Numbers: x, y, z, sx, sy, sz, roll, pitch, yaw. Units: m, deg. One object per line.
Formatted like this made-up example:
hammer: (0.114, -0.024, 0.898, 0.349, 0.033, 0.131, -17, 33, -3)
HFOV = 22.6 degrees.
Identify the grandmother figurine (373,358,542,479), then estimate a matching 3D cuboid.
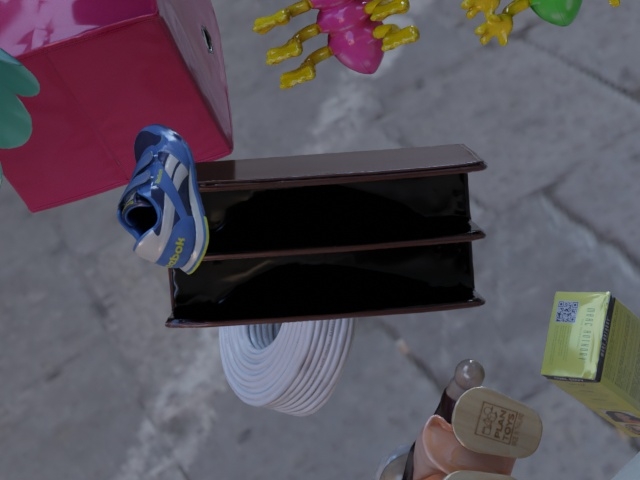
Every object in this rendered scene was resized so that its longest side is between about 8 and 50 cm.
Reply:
grandmother figurine: (0.109, 0.207, 1.427, 0.342, 0.104, 0.207, 121, 172, -72)

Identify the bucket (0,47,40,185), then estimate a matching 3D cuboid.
bucket: (-0.335, -0.062, 0.991, 0.281, 0.183, 0.281, -48, -7, -8)

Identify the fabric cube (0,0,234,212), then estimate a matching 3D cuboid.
fabric cube: (-0.264, -0.228, 1.761, 0.259, 0.258, 0.254, -16, 56, 7)

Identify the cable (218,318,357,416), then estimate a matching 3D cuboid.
cable: (-0.043, 0.095, 2.070, 0.257, 0.089, 0.257, -59, 36, 30)

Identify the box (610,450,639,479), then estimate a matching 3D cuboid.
box: (0.257, 0.169, 0.933, 0.311, 0.148, 0.121, -43, 2, -10)

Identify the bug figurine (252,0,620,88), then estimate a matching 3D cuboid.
bug figurine: (0.044, -0.200, 0.870, 0.279, 0.216, 0.072, -14, 19, 16)

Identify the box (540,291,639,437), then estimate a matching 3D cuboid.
box: (0.289, 0.124, 1.535, 0.058, 0.232, 0.087, 2, 72, 34)

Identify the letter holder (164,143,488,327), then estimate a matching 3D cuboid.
letter holder: (0.000, 0.000, 1.477, 0.302, 0.152, 0.214, -4, 6, -1)

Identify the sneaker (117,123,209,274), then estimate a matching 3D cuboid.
sneaker: (-0.131, -0.039, 1.268, 0.053, 0.059, 0.144, -57, 39, 38)
